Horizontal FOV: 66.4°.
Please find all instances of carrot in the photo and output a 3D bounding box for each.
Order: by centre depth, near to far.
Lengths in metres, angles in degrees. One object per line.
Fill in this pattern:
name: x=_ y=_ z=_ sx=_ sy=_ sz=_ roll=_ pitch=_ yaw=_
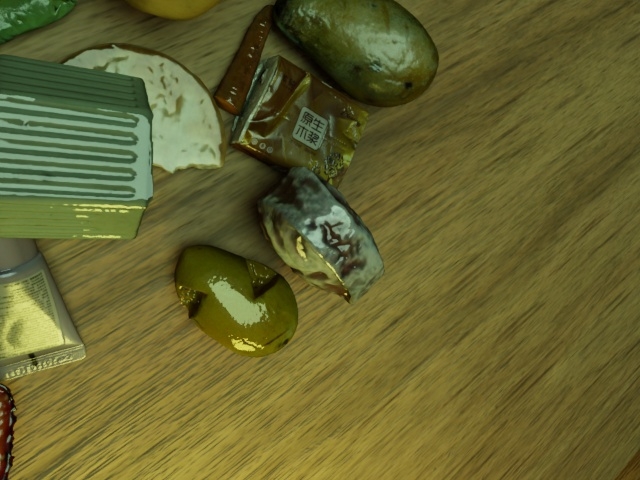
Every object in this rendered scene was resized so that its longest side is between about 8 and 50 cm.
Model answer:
carrot: x=-0.130 y=-0.338 z=0.885 sx=0.057 sy=0.057 sz=0.224 roll=26 pitch=80 yaw=-31

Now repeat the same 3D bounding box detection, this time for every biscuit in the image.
biscuit: x=-0.309 y=-0.215 z=0.809 sx=0.309 sy=0.040 sz=0.204 roll=-3 pitch=101 yaw=-28

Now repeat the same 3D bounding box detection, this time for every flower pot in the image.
flower pot: x=-0.341 y=-0.118 z=0.668 sx=0.190 sy=0.239 sz=0.209 roll=0 pitch=70 yaw=-27

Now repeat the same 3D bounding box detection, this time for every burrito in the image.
burrito: x=-0.496 y=-0.320 z=0.681 sx=0.288 sy=0.054 sz=0.104 roll=-29 pitch=110 yaw=-21

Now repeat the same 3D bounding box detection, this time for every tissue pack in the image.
tissue pack: x=-0.040 y=-0.216 z=0.935 sx=0.226 sy=0.092 sz=0.183 roll=24 pitch=86 yaw=-32

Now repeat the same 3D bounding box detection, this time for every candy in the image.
candy: x=0.000 y=0.000 z=0.922 sx=0.157 sy=0.214 sz=0.289 roll=-44 pitch=125 yaw=-10

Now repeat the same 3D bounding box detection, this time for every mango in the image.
mango: x=-0.155 y=0.110 z=0.908 sx=0.262 sy=0.130 sz=0.167 roll=34 pitch=79 yaw=-25
mango: x=0.073 y=-0.381 z=0.937 sx=0.329 sy=0.175 sz=0.176 roll=30 pitch=51 yaw=-11

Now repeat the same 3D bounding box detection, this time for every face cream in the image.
face cream: x=-0.469 y=0.096 z=0.757 sx=0.154 sy=0.096 sz=0.274 roll=-14 pitch=119 yaw=-30

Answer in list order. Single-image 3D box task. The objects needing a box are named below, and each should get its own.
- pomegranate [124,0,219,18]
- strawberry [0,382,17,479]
pomegranate: x=-0.202 y=-0.473 z=0.675 sx=0.333 sy=0.332 sz=0.332 roll=-6 pitch=102 yaw=-29
strawberry: x=-0.560 y=0.330 z=0.740 sx=0.190 sy=0.111 sz=0.236 roll=32 pitch=59 yaw=-20
